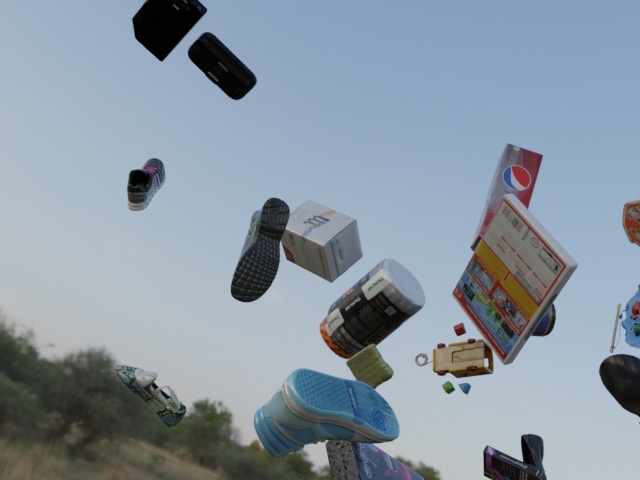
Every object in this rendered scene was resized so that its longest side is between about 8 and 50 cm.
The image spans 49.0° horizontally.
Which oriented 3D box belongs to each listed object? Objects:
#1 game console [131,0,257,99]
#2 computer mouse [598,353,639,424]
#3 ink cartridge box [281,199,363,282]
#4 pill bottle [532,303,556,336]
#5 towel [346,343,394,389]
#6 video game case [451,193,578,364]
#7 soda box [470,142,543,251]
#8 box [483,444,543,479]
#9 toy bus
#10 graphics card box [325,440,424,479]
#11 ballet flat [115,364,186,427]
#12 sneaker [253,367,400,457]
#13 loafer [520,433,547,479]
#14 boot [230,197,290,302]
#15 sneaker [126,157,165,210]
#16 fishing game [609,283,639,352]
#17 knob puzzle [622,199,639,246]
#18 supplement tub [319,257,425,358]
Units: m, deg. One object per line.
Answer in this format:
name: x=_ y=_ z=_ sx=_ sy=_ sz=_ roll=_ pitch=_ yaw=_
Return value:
game console: x=-0.339 y=-0.524 z=1.927 sx=0.361 sy=0.044 sz=0.213 roll=43 pitch=-50 yaw=-18
computer mouse: x=0.831 y=0.395 z=1.797 sx=0.272 sy=0.072 sz=0.188 roll=38 pitch=-54 yaw=-11
ink cartridge box: x=0.000 y=0.000 z=1.800 sx=0.176 sy=0.127 sz=0.128 roll=26 pitch=-38 yaw=39
pill bottle: x=0.556 y=0.211 z=2.031 sx=0.219 sy=0.123 sz=0.123 roll=7 pitch=-15 yaw=-15
towel: x=0.131 y=0.344 z=1.883 sx=0.110 sy=0.027 sz=0.148 roll=55 pitch=-40 yaw=13
video game case: x=0.372 y=0.080 z=1.387 sx=0.025 sy=0.204 sz=0.285 roll=-7 pitch=-44 yaw=-28
soda box: x=0.427 y=-0.087 z=1.608 sx=0.092 sy=0.263 sz=0.083 roll=21 pitch=-23 yaw=5
box: x=0.518 y=0.631 z=1.898 sx=0.162 sy=0.029 sz=0.116 roll=18 pitch=-45 yaw=34
toy bus: x=0.425 y=0.369 z=2.130 sx=0.104 sy=0.191 sz=0.202 roll=40 pitch=1 yaw=-44
graphics card box: x=0.174 y=0.683 z=1.874 sx=0.094 sy=0.233 sz=0.371 roll=-38 pitch=-57 yaw=18
ballet flat: x=-0.371 y=0.331 z=1.563 sx=0.188 sy=0.070 sz=0.070 roll=46 pitch=-23 yaw=-8
sneaker: x=0.000 y=0.382 z=1.465 sx=0.319 sy=0.127 sz=0.208 roll=29 pitch=-58 yaw=-32
loafer: x=0.686 y=0.742 z=2.281 sx=0.078 sy=0.223 sz=0.076 roll=11 pitch=-25 yaw=-19
boot: x=-0.140 y=0.032 z=1.532 sx=0.083 sy=0.247 sz=0.161 roll=24 pitch=-21 yaw=-13
sneaker: x=-0.410 y=-0.148 z=1.651 sx=0.063 sy=0.170 sz=0.075 roll=11 pitch=-44 yaw=5
fishing game: x=0.744 y=0.154 z=1.610 sx=0.041 sy=0.189 sz=0.264 roll=23 pitch=-22 yaw=-3
knob puzzle: x=1.055 y=-0.051 z=2.256 sx=0.213 sy=0.030 sz=0.213 roll=25 pitch=-49 yaw=32
supplement tub: x=0.167 y=0.235 z=2.336 sx=0.207 sy=0.207 sz=0.338 roll=33 pitch=-64 yaw=-31
